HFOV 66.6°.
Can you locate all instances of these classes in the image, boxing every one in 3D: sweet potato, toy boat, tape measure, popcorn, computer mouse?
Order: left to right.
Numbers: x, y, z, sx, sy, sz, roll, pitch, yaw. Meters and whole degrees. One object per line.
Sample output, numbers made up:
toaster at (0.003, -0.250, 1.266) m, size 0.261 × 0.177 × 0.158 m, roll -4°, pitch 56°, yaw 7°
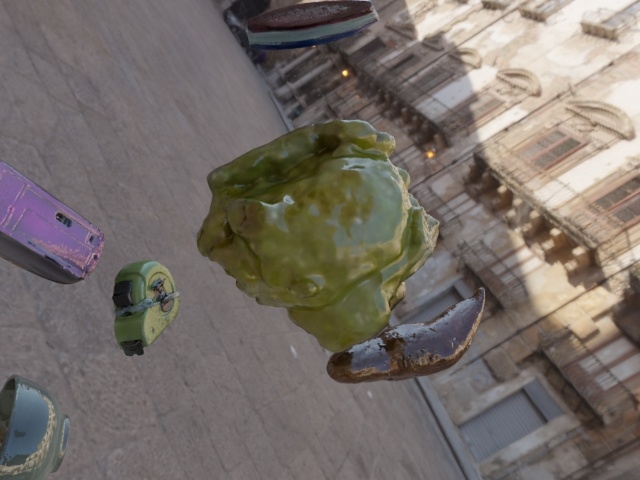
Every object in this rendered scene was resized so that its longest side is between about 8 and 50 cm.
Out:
computer mouse at (-0.565, -0.033, 0.956) m, size 0.310 × 0.071 × 0.158 m, roll 52°, pitch 42°, yaw -50°
tape measure at (-0.345, 0.116, 0.974) m, size 0.177 × 0.087 × 0.154 m, roll -63°, pitch 140°, yaw -69°
toy boat at (-0.011, -0.369, 0.819) m, size 0.046 × 0.228 × 0.080 m, roll 90°, pitch -9°, yaw -78°
popcorn at (-0.008, -0.016, 0.694) m, size 0.312 × 0.312 × 0.312 m, roll 58°, pitch 5°, yaw -8°
sweet potato at (0.168, 0.185, 0.836) m, size 0.095 × 0.354 × 0.106 m, roll -3°, pitch -77°, yaw 62°

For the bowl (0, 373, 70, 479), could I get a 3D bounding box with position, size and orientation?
bowl at (-0.672, 0.465, 1.120) m, size 0.146 × 0.289 × 0.289 m, roll 20°, pitch 28°, yaw -34°
